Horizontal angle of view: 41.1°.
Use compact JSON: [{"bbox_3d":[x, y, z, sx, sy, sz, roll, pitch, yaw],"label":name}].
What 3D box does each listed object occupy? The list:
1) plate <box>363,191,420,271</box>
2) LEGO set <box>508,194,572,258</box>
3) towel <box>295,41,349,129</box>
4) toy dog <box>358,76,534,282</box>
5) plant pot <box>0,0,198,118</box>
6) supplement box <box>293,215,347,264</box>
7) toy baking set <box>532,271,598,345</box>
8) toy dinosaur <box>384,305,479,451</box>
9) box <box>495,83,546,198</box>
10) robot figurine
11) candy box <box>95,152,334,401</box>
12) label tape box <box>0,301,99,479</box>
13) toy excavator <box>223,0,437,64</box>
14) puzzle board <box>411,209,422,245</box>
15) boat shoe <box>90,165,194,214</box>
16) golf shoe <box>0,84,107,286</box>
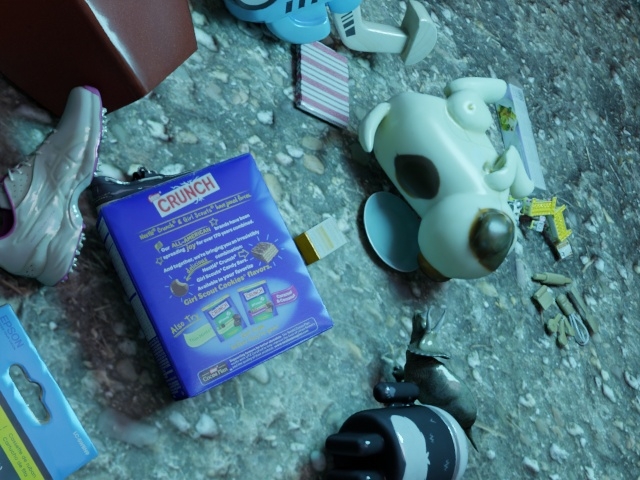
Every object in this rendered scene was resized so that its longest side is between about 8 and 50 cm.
[{"bbox_3d":[0.155,-0.016,1.847,0.188,0.024,0.188,23,54,-36],"label":"plate"},{"bbox_3d":[0.567,-0.056,2.248,0.287,0.107,0.132,24,88,-40],"label":"LEGO set"},{"bbox_3d":[0.003,-0.347,1.875,0.144,0.029,0.197,20,59,-36],"label":"towel"},{"bbox_3d":[0.287,-0.118,1.807,0.395,0.284,0.408,3,64,-49],"label":"toy dog"},{"bbox_3d":[-0.357,-0.338,1.355,0.236,0.267,0.267,58,40,-22],"label":"plant pot"},{"bbox_3d":[0.000,0.000,1.674,0.098,0.036,0.062,-31,91,-48],"label":"supplement box"},{"bbox_3d":[0.630,0.177,2.214,0.256,0.030,0.197,3,70,-43],"label":"toy baking set"},{"bbox_3d":[0.226,0.297,1.646,0.121,0.160,0.313,-35,94,-48],"label":"toy dinosaur"},{"bbox_3d":[0.545,-0.275,2.343,0.067,0.063,0.324,11,61,-39],"label":"box"},{"bbox_3d":[0.135,0.379,1.507,0.278,0.209,0.173,4,29,-43],"label":"robot figurine"},{"bbox_3d":[-0.170,0.054,1.356,0.268,0.122,0.317,-23,86,-26],"label":"candy box"},{"bbox_3d":[-0.471,0.256,1.016,0.333,0.106,0.241,-32,93,-49],"label":"label tape box"},{"bbox_3d":[0.019,-0.518,1.822,0.445,0.433,0.222,72,-2,-55],"label":"toy excavator"},{"bbox_3d":[0.255,-0.022,1.958,0.128,0.011,0.096,6,65,-43],"label":"puzzle board"},{"bbox_3d":[-0.288,-0.097,1.414,0.206,0.075,0.065,-21,88,-44],"label":"boat shoe"},{"bbox_3d":[-0.399,-0.092,1.238,0.140,0.115,0.306,16,75,-25],"label":"golf shoe"}]
